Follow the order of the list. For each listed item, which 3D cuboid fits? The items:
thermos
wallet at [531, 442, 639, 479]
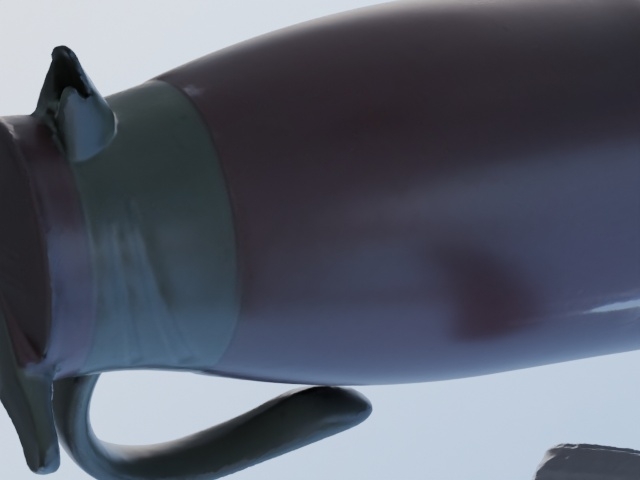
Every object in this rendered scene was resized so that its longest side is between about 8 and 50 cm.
[{"bbox_3d":[0.000,0.000,0.713,0.146,0.265,0.176,41,-46,49],"label":"thermos"},{"bbox_3d":[0.144,0.101,0.640,0.033,0.095,0.190,-58,-161,-17],"label":"wallet"}]
